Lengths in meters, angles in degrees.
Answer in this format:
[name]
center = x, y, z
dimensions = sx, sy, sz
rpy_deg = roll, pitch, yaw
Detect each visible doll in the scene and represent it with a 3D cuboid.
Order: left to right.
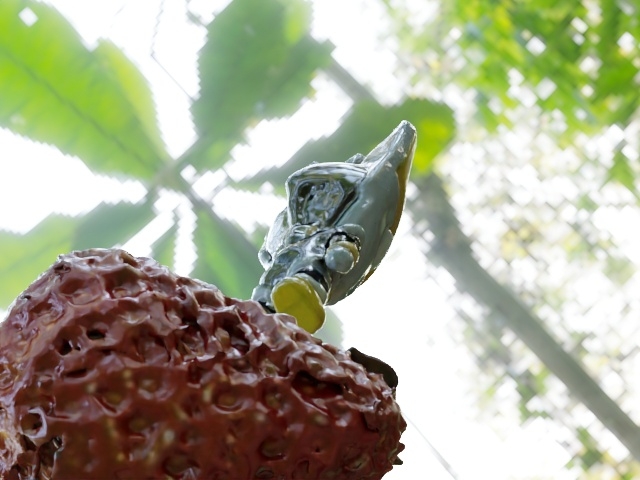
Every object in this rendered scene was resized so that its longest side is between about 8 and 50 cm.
[doll]
center = 0.004, -0.002, 1.574
dimensions = 0.145, 0.103, 0.316
rpy_deg = -63, -2, 28

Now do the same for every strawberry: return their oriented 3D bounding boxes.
[strawberry]
center = -0.055, 0.069, 0.798
dimensions = 0.082, 0.188, 0.121
rpy_deg = -76, -7, -84
